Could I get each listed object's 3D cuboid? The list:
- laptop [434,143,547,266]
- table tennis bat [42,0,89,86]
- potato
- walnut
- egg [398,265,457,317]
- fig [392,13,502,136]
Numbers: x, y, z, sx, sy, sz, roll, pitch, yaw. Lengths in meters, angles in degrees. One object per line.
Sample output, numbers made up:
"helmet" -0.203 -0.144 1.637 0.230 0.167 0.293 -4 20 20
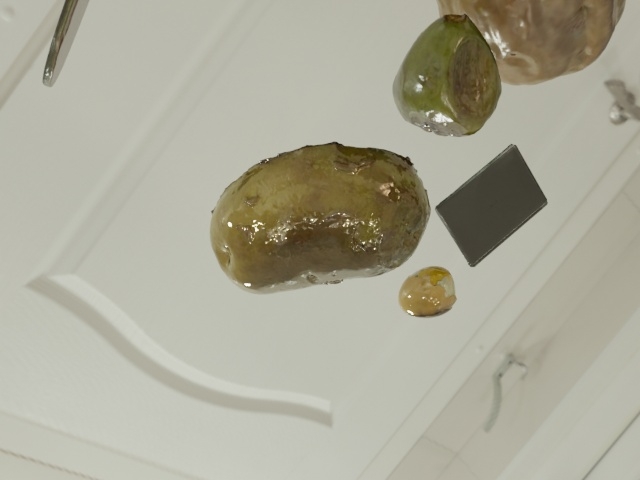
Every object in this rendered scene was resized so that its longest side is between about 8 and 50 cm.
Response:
"laptop" 0.284 -0.057 1.048 0.129 0.180 0.016 55 169 -17
"table tennis bat" -0.214 -0.254 0.591 0.022 0.235 0.131 20 -178 -21
"potato" 0.000 0.000 0.559 0.164 0.200 0.081 53 -154 -52
"walnut" 0.338 -0.408 1.018 0.306 0.306 0.344 43 167 46
"egg" 0.149 0.074 0.893 0.071 0.083 0.071 -16 -90 -73
"fig" 0.176 -0.223 0.876 0.166 0.144 0.154 87 165 -46
